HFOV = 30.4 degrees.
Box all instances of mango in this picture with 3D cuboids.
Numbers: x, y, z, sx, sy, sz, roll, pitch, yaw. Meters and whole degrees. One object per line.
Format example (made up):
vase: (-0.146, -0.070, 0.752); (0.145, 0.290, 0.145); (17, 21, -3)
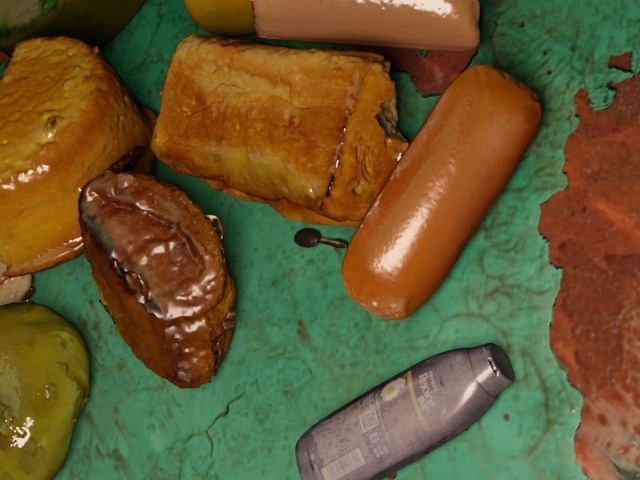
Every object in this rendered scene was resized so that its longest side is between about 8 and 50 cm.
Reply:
mango: (-0.085, -0.325, 1.497); (0.195, 0.092, 0.130); (1, 68, 35)

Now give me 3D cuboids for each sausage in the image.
sausage: (0.118, -0.047, 1.182); (0.105, 0.105, 0.274); (34, 93, 44)
sausage: (0.056, -0.271, 1.289); (0.253, 0.123, 0.123); (7, 71, 13)

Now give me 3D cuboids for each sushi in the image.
sushi: (-0.188, 0.031, 1.362); (0.167, 0.179, 0.296); (-39, 74, -10)

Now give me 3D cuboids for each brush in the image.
brush: (0.000, 0.000, 1.321); (0.083, 0.008, 0.024); (12, 73, 43)

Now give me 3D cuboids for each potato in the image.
potato: (-0.372, 0.190, 1.438); (0.186, 0.148, 0.253); (-31, 53, 27)

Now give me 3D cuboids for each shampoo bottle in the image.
shampoo bottle: (0.079, 0.172, 1.141); (0.234, 0.049, 0.087); (-34, 49, 22)

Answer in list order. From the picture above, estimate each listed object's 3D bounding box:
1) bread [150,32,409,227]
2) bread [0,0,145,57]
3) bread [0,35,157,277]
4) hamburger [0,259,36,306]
bread: (-0.038, -0.127, 1.322); (0.344, 0.149, 0.195); (19, 96, 43)
bread: (-0.386, -0.444, 1.779); (0.382, 0.129, 0.366); (-28, 53, 25)
bread: (-0.313, -0.125, 1.500); (0.179, 0.194, 0.340); (-9, 46, 21)
hamburger: (-0.543, 0.087, 1.635); (0.245, 0.155, 0.282); (21, 78, 51)
